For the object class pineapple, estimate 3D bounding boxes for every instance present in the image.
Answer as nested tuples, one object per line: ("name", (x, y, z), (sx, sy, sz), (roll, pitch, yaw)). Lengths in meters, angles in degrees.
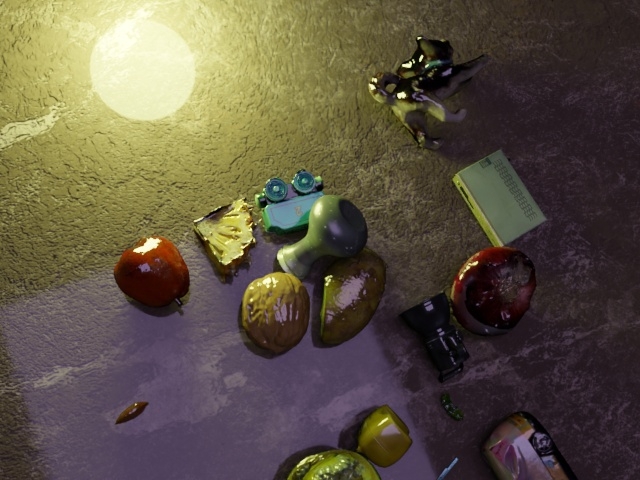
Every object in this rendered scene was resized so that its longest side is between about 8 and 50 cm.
("pineapple", (-0.266, -0.013, 1.823), (0.186, 0.114, 0.236), (11, 63, -7))

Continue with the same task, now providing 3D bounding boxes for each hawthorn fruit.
("hawthorn fruit", (-0.435, 0.098, 1.716), (0.185, 0.185, 0.202), (-42, 93, -18))

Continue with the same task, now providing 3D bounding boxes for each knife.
("knife", (0.350, 0.636, 1.802), (0.014, 0.005, 0.091), (45, 73, 2))

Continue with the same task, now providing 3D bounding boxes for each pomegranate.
("pomegranate", (0.046, 0.678, 1.599), (0.260, 0.260, 0.341), (-14, 60, -14))

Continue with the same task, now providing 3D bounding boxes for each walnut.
("walnut", (-0.118, 0.194, 1.737), (0.213, 0.213, 0.213), (3, 74, -10))

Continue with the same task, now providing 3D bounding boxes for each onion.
("onion", (0.485, 0.138, 1.889), (0.272, 0.195, 0.272), (-6, 110, -17))

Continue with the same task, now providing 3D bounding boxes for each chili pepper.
("chili pepper", (0.372, 0.474, 1.842), (0.091, 0.034, 0.030), (53, 40, 7))

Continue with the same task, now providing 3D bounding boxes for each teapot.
("teapot", (0.000, 0.000, 1.778), (0.183, 0.251, 0.183), (34, 34, -27))

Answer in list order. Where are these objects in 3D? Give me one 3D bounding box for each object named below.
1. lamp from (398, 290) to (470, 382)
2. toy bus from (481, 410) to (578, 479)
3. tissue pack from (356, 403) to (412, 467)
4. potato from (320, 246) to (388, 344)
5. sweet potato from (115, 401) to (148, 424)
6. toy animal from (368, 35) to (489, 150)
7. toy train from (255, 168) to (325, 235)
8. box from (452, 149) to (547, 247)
("lamp", (0.339, 0.272, 1.815), (0.147, 0.172, 0.227), (-25, 79, -17))
("toy bus", (0.588, 0.664, 1.755), (0.162, 0.171, 0.386), (-29, 82, -13))
("tissue pack", (0.163, 0.518, 1.710), (0.127, 0.178, 0.123), (-45, 87, 2))
("potato", (0.078, 0.153, 1.812), (0.176, 0.141, 0.298), (25, 71, 8))
("sweet potato", (-0.489, 0.445, 1.682), (0.095, 0.034, 0.034), (-35, 84, -20))
("toy animal", (0.324, -0.501, 2.011), (0.302, 0.194, 0.344), (29, 66, -8))
("toy train", (-0.079, -0.105, 1.870), (0.203, 0.112, 0.163), (-17, 84, -12))
("box", (0.560, -0.131, 2.030), (0.210, 0.045, 0.270), (-30, 82, -17))
